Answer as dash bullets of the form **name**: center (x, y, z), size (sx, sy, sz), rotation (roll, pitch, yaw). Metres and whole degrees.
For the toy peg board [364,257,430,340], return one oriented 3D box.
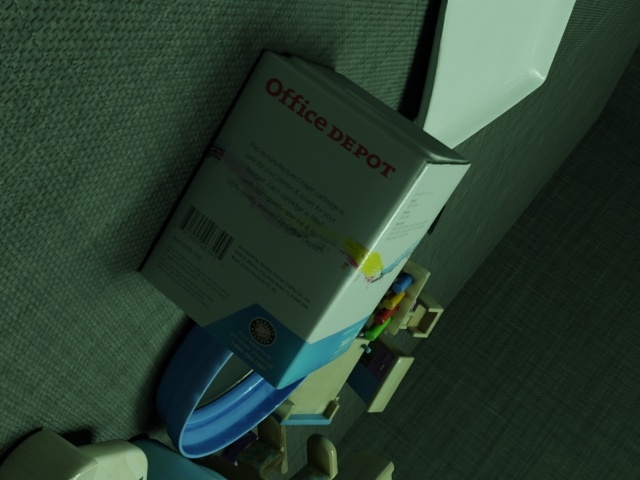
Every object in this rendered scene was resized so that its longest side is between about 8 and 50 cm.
- **toy peg board**: center (0.079, 0.083, 1.417), size (0.079, 0.161, 0.161), rotation (-42, 162, -46)

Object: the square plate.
- **square plate**: center (0.267, -0.305, 1.238), size (0.344, 0.049, 0.347), rotation (-34, 152, -26)

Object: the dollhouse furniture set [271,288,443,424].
- **dollhouse furniture set**: center (0.020, 0.181, 1.587), size (0.303, 0.198, 0.286), rotation (10, 114, -46)

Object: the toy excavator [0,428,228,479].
- **toy excavator**: center (-0.253, 0.365, 1.083), size (0.433, 0.222, 0.445), rotation (-30, 138, -54)

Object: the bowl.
- **bowl**: center (-0.082, 0.152, 1.214), size (0.391, 0.077, 0.391), rotation (-42, 160, -19)

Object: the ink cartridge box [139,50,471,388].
- **ink cartridge box**: center (-0.010, -0.026, 0.868), size (0.270, 0.198, 0.197), rotation (-57, 163, 16)

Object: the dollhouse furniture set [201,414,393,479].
- **dollhouse furniture set**: center (-0.082, 0.465, 1.453), size (0.362, 0.394, 0.257), rotation (-33, 131, -45)

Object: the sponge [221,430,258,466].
- **sponge**: center (-0.173, 0.477, 1.792), size (0.117, 0.031, 0.210), rotation (-49, 164, -14)

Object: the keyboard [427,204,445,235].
- **keyboard**: center (0.232, -0.097, 1.671), size (0.108, 0.023, 0.180), rotation (-60, 157, -22)

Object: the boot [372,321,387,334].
- **boot**: center (0.127, 0.213, 1.991), size (0.236, 0.085, 0.178), rotation (-52, 167, -5)
